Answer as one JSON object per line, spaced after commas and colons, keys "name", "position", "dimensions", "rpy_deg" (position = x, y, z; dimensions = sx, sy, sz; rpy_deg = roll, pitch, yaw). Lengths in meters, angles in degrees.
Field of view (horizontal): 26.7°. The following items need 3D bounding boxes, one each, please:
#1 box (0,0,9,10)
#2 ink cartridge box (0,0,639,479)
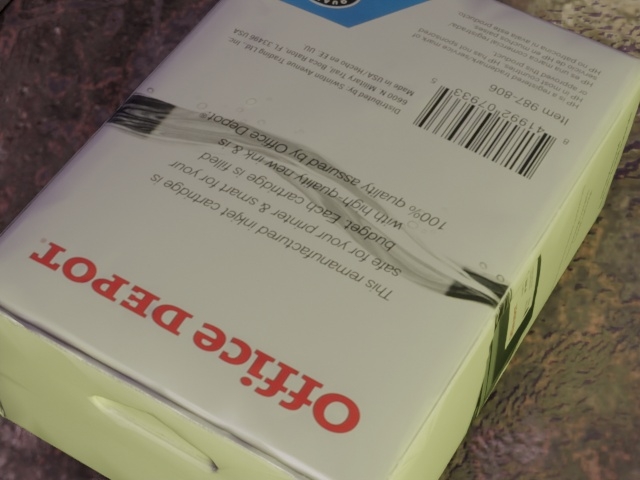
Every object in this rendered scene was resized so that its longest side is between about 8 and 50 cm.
{"name": "box", "position": [-0.366, -0.309, 1.159], "dimensions": [0.262, 0.127, 0.231], "rpy_deg": [30, 73, 18]}
{"name": "ink cartridge box", "position": [0.000, 0.000, 0.906], "dimensions": [0.285, 0.166, 0.395], "rpy_deg": [26, 56, 17]}
